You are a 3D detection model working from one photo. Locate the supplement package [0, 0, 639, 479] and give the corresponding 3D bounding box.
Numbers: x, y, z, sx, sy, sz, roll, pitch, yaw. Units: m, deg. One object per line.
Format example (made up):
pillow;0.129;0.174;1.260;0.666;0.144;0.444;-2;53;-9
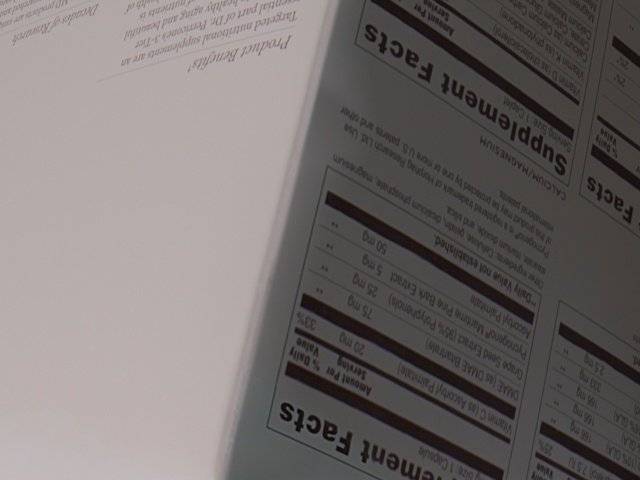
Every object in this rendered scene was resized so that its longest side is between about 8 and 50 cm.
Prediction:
supplement package;0.000;0.000;0.568;0.199;0.198;0.262;-10;59;45
